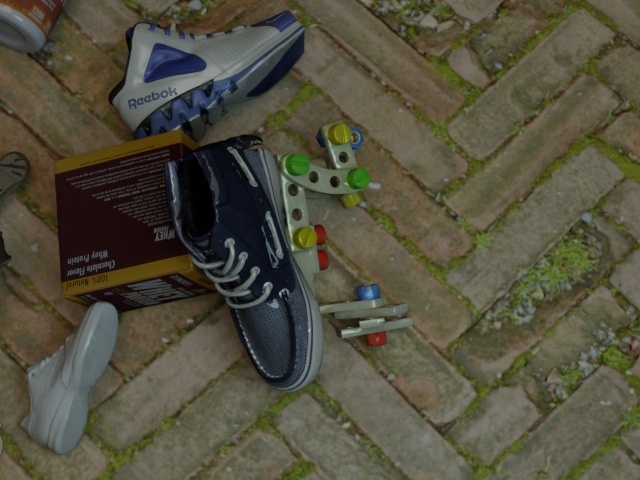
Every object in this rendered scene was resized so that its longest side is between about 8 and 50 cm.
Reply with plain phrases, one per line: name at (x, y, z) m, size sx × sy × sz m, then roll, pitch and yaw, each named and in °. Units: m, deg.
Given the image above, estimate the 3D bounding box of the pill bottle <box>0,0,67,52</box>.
pill bottle at (-0.425, -0.400, 1.587) m, size 0.121 × 0.121 × 0.216 m, roll 21°, pitch 73°, yaw 3°

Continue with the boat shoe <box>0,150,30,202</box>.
boat shoe at (-0.477, -0.067, 1.523) m, size 0.056 × 0.048 × 0.153 m, roll 44°, pitch 81°, yaw -3°

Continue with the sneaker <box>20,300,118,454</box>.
sneaker at (-0.342, 0.171, 1.414) m, size 0.094 × 0.080 × 0.212 m, roll 22°, pitch 93°, yaw 19°

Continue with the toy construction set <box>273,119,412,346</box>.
toy construction set at (0.000, 0.000, 1.485) m, size 0.215 × 0.151 × 0.328 m, roll -9°, pitch 77°, yaw -30°

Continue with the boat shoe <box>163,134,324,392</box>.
boat shoe at (-0.105, 0.036, 1.338) m, size 0.127 × 0.158 × 0.341 m, roll -18°, pitch 86°, yaw 29°

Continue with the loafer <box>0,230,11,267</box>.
loafer at (-0.528, 0.142, 1.420) m, size 0.130 × 0.134 × 0.366 m, roll 41°, pitch 83°, yaw -18°

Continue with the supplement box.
supplement box at (-0.241, -0.020, 1.445) m, size 0.191 × 0.129 × 0.194 m, roll -13°, pitch 72°, yaw 14°

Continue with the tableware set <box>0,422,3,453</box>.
tableware set at (-0.483, 0.314, 1.408) m, size 0.141 × 0.020 × 0.169 m, roll -6°, pitch 73°, yaw -6°

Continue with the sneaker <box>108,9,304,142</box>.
sneaker at (-0.185, -0.265, 1.558) m, size 0.315 × 0.127 × 0.182 m, roll -38°, pitch 81°, yaw -12°
